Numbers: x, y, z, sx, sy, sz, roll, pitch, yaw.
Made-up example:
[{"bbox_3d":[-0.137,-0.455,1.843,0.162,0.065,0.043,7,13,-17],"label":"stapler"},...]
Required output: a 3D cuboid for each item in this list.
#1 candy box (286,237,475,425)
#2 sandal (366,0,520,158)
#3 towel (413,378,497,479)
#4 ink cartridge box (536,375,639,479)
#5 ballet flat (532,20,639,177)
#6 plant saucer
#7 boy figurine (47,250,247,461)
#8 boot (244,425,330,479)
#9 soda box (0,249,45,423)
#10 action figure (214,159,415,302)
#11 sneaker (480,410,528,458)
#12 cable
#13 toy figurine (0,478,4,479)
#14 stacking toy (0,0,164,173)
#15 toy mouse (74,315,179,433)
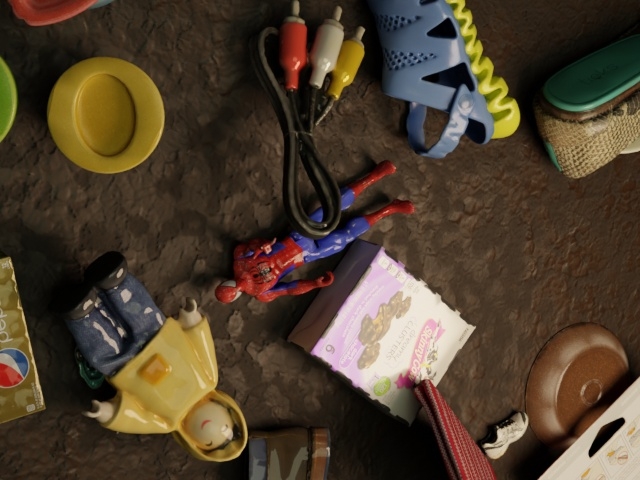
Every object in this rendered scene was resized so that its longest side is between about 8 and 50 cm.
[{"bbox_3d":[0.082,0.120,1.492,0.196,0.070,0.165,39,80,-29],"label":"candy box"},{"bbox_3d":[0.128,-0.224,1.427,0.138,0.126,0.317,-41,114,-12],"label":"sandal"},{"bbox_3d":[0.202,0.323,1.497,0.031,0.199,0.275,-27,136,9],"label":"towel"},{"bbox_3d":[0.442,0.343,1.732,0.275,0.060,0.239,-41,118,-16],"label":"ink cartridge box"},{"bbox_3d":[0.502,-0.249,1.624,0.482,0.164,0.182,-35,136,-13],"label":"ballet flat"},{"bbox_3d":[0.394,0.222,1.703,0.198,0.036,0.199,-5,101,-28],"label":"plant saucer"},{"bbox_3d":[-0.189,0.154,1.304,0.177,0.092,0.285,-42,113,-19],"label":"boy figurine"},{"bbox_3d":[-0.056,0.339,1.470,0.106,0.082,0.219,8,96,-11],"label":"boot"},{"bbox_3d":[-0.357,0.105,1.257,0.061,0.058,0.181,-16,107,-25],"label":"soda box"},{"bbox_3d":[0.000,0.000,1.389,0.280,0.139,0.091,-32,103,-17],"label":"action figure"},{"bbox_3d":[0.264,0.274,1.644,0.083,0.032,0.037,-47,118,-14],"label":"sneaker"},{"bbox_3d":[-0.019,-0.150,1.335,0.139,0.072,0.287,16,63,-24],"label":"cable"},{"bbox_3d":[-0.425,0.251,1.160,0.213,0.209,0.148,26,98,-30],"label":"toy figurine"},{"bbox_3d":[-0.312,-0.224,1.222,0.279,0.130,0.309,-6,101,-1],"label":"stacking toy"},{"bbox_3d":[-0.237,0.119,1.341,0.161,0.031,0.143,-50,118,-12],"label":"toy mouse"}]
